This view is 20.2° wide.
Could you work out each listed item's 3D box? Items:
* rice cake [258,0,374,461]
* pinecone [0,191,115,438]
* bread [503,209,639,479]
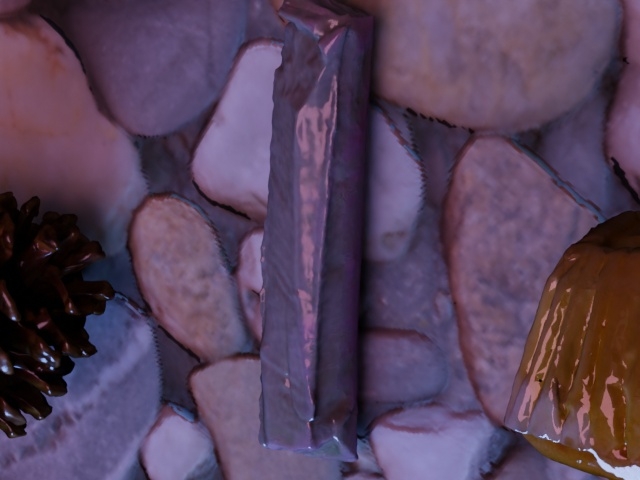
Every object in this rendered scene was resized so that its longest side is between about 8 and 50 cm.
[{"bbox_3d":[-0.001,0.000,0.955,0.055,0.049,0.269,22,117,46],"label":"rice cake"},{"bbox_3d":[-0.201,0.042,1.024,0.174,0.173,0.173,9,110,27],"label":"pinecone"},{"bbox_3d":[0.232,0.057,0.781,0.288,0.152,0.119,7,103,27],"label":"bread"}]
